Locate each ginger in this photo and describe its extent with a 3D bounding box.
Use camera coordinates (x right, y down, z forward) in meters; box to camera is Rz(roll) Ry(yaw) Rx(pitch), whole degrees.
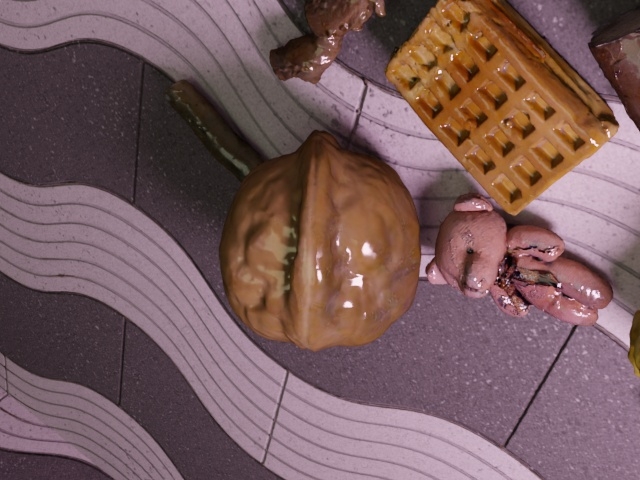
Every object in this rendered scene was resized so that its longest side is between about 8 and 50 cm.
[{"bbox_3d":[-0.004,-0.348,1.460,0.122,0.084,0.290,46,138,-6],"label":"ginger"}]

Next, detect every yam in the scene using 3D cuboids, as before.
[{"bbox_3d":[0.471,-0.180,1.157,0.131,0.131,0.279,-28,98,46],"label":"yam"},{"bbox_3d":[-0.188,-0.192,1.734,0.317,0.067,0.071,49,150,3],"label":"yam"}]

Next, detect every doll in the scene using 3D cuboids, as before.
[{"bbox_3d":[0.318,0.063,1.439,0.303,0.156,0.201,28,132,16],"label":"doll"}]

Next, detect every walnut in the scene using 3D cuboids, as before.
[{"bbox_3d":[0.007,0.012,1.544,0.384,0.383,0.383,21,130,27],"label":"walnut"}]

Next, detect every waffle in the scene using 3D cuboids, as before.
[{"bbox_3d":[0.263,-0.220,1.325,0.327,0.098,0.224,47,135,1],"label":"waffle"}]

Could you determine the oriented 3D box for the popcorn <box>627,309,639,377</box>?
[{"bbox_3d":[0.571,0.127,1.235,0.286,0.215,0.251,-26,68,45],"label":"popcorn"}]
